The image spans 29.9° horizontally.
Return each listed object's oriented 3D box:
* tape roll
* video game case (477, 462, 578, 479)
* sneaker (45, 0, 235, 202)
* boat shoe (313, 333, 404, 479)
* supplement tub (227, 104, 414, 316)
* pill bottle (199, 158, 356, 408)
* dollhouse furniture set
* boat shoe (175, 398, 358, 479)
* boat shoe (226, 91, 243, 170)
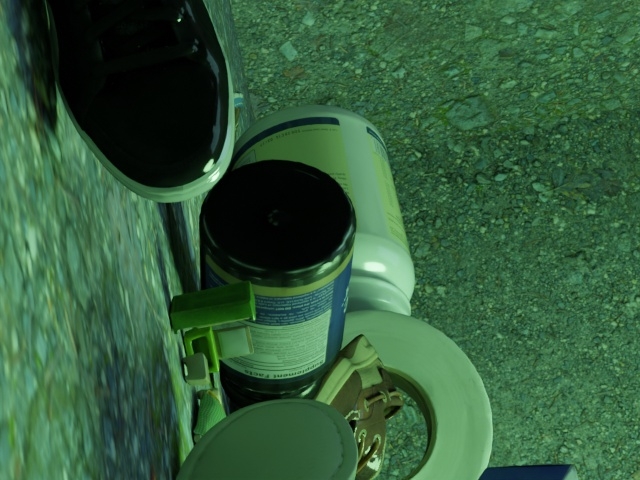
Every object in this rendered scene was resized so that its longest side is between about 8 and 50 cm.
[{"bbox_3d":[0.063,0.233,1.456,0.100,0.286,0.286,85,-5,-74],"label":"tape roll"},{"bbox_3d":[0.098,0.287,0.620,0.269,0.061,0.244,-36,112,-56],"label":"video game case"},{"bbox_3d":[-0.100,-0.129,0.519,0.121,0.079,0.217,72,0,-71],"label":"sneaker"},{"bbox_3d":[0.022,0.199,1.256,0.123,0.123,0.342,49,15,3],"label":"boat shoe"},{"bbox_3d":[0.000,0.000,1.656,0.235,0.235,0.325,81,-1,-54],"label":"supplement tub"},{"bbox_3d":[-0.038,0.048,0.991,0.219,0.122,0.123,95,-12,-50],"label":"pill bottle"},{"bbox_3d":[-0.065,0.107,0.870,0.076,0.058,0.152,-100,180,-70],"label":"dollhouse furniture set"},{"bbox_3d":[-0.028,0.192,0.678,0.305,0.109,0.091,-85,167,-68],"label":"boat shoe"},{"bbox_3d":[-0.101,-0.085,0.970,0.183,0.066,0.066,-47,133,-78],"label":"boat shoe"}]
